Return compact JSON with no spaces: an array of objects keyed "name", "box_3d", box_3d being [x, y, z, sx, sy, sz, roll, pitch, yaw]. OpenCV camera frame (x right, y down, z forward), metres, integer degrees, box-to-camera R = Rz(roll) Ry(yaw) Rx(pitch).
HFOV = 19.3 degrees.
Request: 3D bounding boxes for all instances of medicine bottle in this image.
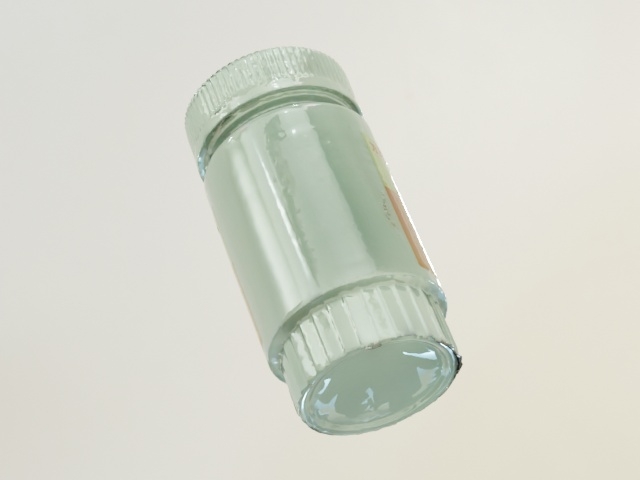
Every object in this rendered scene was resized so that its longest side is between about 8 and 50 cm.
[{"name":"medicine bottle","box_3d":[0.000,0.000,1.589,0.158,0.318,0.158,-14,-36,-10]}]
